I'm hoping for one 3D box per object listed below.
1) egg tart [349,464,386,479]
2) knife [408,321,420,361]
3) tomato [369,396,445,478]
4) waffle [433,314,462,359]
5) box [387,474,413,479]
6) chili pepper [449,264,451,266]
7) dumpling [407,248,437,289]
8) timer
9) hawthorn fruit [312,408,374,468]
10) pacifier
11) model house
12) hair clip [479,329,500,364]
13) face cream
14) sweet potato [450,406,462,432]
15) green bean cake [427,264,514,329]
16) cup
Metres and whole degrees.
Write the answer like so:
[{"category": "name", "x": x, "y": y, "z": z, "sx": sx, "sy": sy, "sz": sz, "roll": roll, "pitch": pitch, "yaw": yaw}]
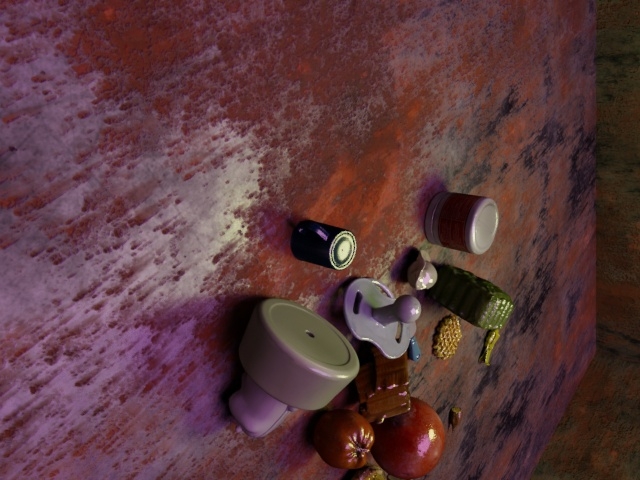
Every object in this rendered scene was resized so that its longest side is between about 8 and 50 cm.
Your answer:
[{"category": "egg tart", "x": 0.159, "y": 0.948, "z": 1.736, "sx": 0.341, "sy": 0.132, "sz": 0.341, "roll": -17, "pitch": 114, "yaw": -44}, {"category": "knife", "x": 0.332, "y": 0.332, "z": 1.830, "sx": 0.058, "sy": 0.032, "sz": 0.244, "roll": -28, "pitch": 116, "yaw": -36}, {"category": "tomato", "x": 0.282, "y": 0.650, "z": 1.680, "sx": 0.265, "sy": 0.265, "sz": 0.265, "roll": -15, "pitch": 111, "yaw": -43}, {"category": "waffle", "x": 0.511, "y": 0.392, "z": 2.021, "sx": 0.191, "sy": 0.038, "sz": 0.191, "roll": -15, "pitch": 111, "yaw": -44}, {"category": "box", "x": 0.309, "y": 0.931, "z": 1.903, "sx": 0.062, "sy": 0.122, "sz": 0.089, "roll": -24, "pitch": 118, "yaw": -27}, {"category": "chili pepper", "x": 0.479, "y": 0.114, "z": 1.927, "sx": 0.083, "sy": 0.017, "sz": 0.030, "roll": -28, "pitch": 116, "yaw": -42}, {"category": "dumpling", "x": 0.351, "y": 0.098, "z": 1.727, "sx": 0.169, "sy": 0.100, "sz": 0.134, "roll": -8, "pitch": 103, "yaw": -46}, {"category": "timer", "x": -0.107, "y": 0.345, "z": 1.236, "sx": 0.290, "sy": 0.291, "sz": 0.315, "roll": 18, "pitch": 111, "yaw": -47}, {"category": "hawthorn fruit", "x": 0.065, "y": 0.595, "z": 1.509, "sx": 0.189, "sy": 0.189, "sz": 0.189, "roll": -15, "pitch": 111, "yaw": -43}, {"category": "pacifier", "x": 0.207, "y": 0.212, "z": 1.503, "sx": 0.287, "sy": 0.225, "sz": 0.238, "roll": 41, "pitch": 51, "yaw": -24}, {"category": "model house", "x": 0.195, "y": 0.431, "z": 1.617, "sx": 0.199, "sy": 0.219, "sz": 0.229, "roll": -10, "pitch": 105, "yaw": -1}, {"category": "hair clip", "x": 0.786, "y": 0.489, "z": 2.330, "sx": 0.072, "sy": 0.046, "sz": 0.173, "roll": 23, "pitch": 85, "yaw": -50}, {"category": "face cream", "x": 0.499, "y": -0.064, "z": 1.772, "sx": 0.201, "sy": 0.187, "sz": 0.201, "roll": -15, "pitch": 112, "yaw": -43}, {"category": "sweet potato", "x": 0.591, "y": 0.790, "z": 2.208, "sx": 0.049, "sy": 0.049, "sz": 0.117, "roll": 2, "pitch": 99, "yaw": -47}, {"category": "green bean cake", "x": 0.559, "y": 0.209, "z": 1.855, "sx": 0.247, "sy": 0.250, "sz": 0.156, "roll": 16, "pitch": 102, "yaw": -47}, {"category": "cup", "x": -0.001, "y": 0.011, "z": 1.303, "sx": 0.150, "sy": 0.138, "sz": 0.113, "roll": 8, "pitch": 95, "yaw": -47}]
